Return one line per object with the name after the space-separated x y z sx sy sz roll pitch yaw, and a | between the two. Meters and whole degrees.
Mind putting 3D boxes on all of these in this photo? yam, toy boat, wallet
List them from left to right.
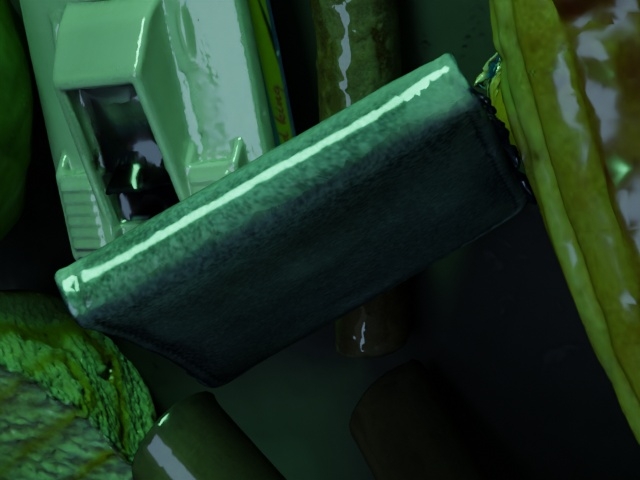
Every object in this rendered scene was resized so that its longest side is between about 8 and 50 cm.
-0.086 -0.122 0.890 0.129 0.088 0.295 -2 106 34 | toy boat
-0.001 -0.002 0.769 0.167 0.222 0.036 -29 77 6 | wallet
0.009 -0.104 0.862 0.045 0.045 0.327 19 119 53 | yam

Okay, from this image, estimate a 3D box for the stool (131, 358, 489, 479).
0.011 0.189 0.840 0.178 0.272 0.272 41 125 27 | stool

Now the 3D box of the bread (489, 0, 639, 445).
0.206 -0.086 0.658 0.277 0.167 0.324 -17 86 36 | bread

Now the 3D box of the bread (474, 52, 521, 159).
0.113 -0.073 0.797 0.072 0.053 0.106 51 132 12 | bread

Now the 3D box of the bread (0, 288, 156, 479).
-0.156 0.070 0.987 0.156 0.110 0.103 38 124 -26 | bread

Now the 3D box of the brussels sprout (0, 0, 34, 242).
-0.252 -0.057 0.951 0.244 0.244 0.244 12 113 30 | brussels sprout
